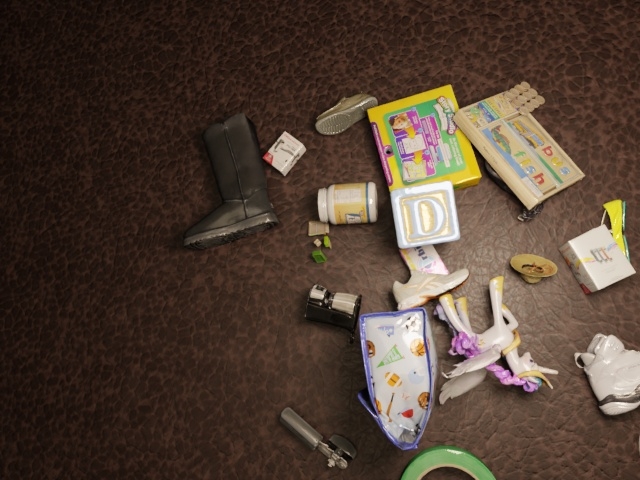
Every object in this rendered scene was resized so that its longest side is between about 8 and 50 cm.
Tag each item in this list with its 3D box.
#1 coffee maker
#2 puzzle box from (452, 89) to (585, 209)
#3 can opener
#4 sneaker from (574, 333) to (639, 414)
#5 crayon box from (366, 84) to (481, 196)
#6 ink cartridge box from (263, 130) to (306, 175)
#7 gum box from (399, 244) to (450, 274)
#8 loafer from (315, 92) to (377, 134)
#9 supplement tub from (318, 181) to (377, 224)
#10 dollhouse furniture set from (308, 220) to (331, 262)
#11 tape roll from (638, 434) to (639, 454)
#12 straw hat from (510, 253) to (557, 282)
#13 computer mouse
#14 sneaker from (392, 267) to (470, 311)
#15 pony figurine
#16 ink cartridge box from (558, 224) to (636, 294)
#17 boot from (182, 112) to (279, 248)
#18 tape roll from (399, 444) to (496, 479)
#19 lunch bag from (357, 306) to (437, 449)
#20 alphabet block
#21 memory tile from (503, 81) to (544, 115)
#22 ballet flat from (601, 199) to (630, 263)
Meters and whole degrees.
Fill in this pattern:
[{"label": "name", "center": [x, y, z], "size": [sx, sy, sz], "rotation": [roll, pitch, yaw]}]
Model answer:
[{"label": "coffee maker", "center": [0.039, 0.250, 1.735], "size": [0.178, 0.120, 0.171], "rotation": [11, 81, 13]}, {"label": "puzzle box", "center": [0.670, -0.317, 1.707], "size": [0.272, 0.052, 0.409], "rotation": [-26, 72, -28]}, {"label": "can opener", "center": [-0.013, 0.658, 1.694], "size": [0.280, 0.074, 0.093], "rotation": [33, 51, 14]}, {"label": "sneaker", "center": [0.967, 0.353, 1.530], "size": [0.365, 0.137, 0.210], "rotation": [-32, 77, 6]}, {"label": "crayon box", "center": [0.363, -0.335, 1.808], "size": [0.312, 0.106, 0.363], "rotation": [-15, 77, 6]}, {"label": "ink cartridge box", "center": [-0.136, -0.331, 1.924], "size": [0.099, 0.056, 0.135], "rotation": [38, 87, 16]}, {"label": "gum box", "center": [0.359, 0.082, 1.741], "size": [0.107, 0.062, 0.189], "rotation": [-29, 75, 3]}, {"label": "loafer", "center": [0.091, -0.482, 1.908], "size": [0.251, 0.094, 0.087], "rotation": [-25, 50, -5]}, {"label": "supplement tub", "center": [0.099, -0.130, 1.792], "size": [0.199, 0.144, 0.145], "rotation": [-3, 78, 10]}, {"label": "dollhouse furniture set", "center": [0.000, 0.000, 1.846], "size": [0.076, 0.059, 0.152], "rotation": [-10, 57, 16]}, {"label": "tape roll", "center": [1.097, 0.627, 1.468], "size": [0.285, 0.100, 0.287], "rotation": [-2, 78, 10]}, {"label": "straw hat", "center": [0.699, 0.106, 1.671], "size": [0.144, 0.144, 0.061], "rotation": [4, 121, 11]}, {"label": "computer mouse", "center": [0.669, -0.209, 1.745], "size": [0.188, 0.072, 0.272], "rotation": [-44, 84, -9]}, {"label": "sneaker", "center": [0.354, 0.133, 1.650], "size": [0.262, 0.099, 0.121], "rotation": [-25, 72, 6]}, {"label": "pony figurine", "center": [0.504, 0.332, 1.577], "size": [0.350, 0.303, 0.364], "rotation": [-18, 61, -3]}, {"label": "ink cartridge box", "center": [0.876, 0.061, 1.615], "size": [0.127, 0.128, 0.176], "rotation": [-26, 74, 4]}, {"label": "boot", "center": [-0.380, -0.221, 1.899], "size": [0.366, 0.146, 0.446], "rotation": [-16, 78, 0]}, {"label": "tape roll", "center": [0.400, 0.812, 1.571], "size": [0.320, 0.077, 0.322], "rotation": [-2, 78, 11]}, {"label": "lunch bag", "center": [0.246, 0.415, 1.554], "size": [0.238, 0.328, 0.386], "rotation": [-10, 78, 13]}, {"label": "alphabet block", "center": [0.330, -0.078, 1.628], "size": [0.193, 0.197, 0.193], "rotation": [-7, 90, 7]}, {"label": "memory tile", "center": [0.721, -0.503, 1.790], "size": [0.148, 0.012, 0.113], "rotation": [-34, 76, -29]}, {"label": "ballet flat", "center": [0.962, -0.021, 1.654], "size": [0.077, 0.077, 0.231], "rotation": [-4, 74, 31]}]
